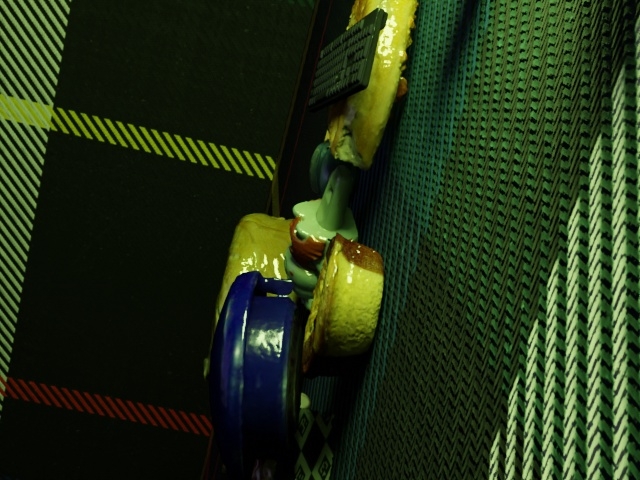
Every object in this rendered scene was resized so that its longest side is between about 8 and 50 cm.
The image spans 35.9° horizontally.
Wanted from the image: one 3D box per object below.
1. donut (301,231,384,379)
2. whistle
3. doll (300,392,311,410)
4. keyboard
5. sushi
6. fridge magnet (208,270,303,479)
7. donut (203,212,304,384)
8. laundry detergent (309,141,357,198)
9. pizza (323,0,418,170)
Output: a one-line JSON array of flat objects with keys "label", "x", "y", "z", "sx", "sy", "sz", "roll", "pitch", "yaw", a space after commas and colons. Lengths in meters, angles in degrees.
[{"label": "donut", "x": 0.026, "y": 0.081, "z": 1.175, "sx": 0.166, "sy": 0.073, "sz": 0.184, "roll": -88, "pitch": 12, "yaw": -52}, {"label": "whistle", "x": 0.002, "y": 0.001, "z": 1.422, "sx": 0.102, "sy": 0.105, "sz": 0.253, "roll": 47, "pitch": 137, "yaw": 29}, {"label": "doll", "x": -0.059, "y": 0.271, "z": 1.482, "sx": 0.152, "sy": 0.085, "sz": 0.114, "roll": 137, "pitch": 141, "yaw": -63}, {"label": "keyboard", "x": 0.028, "y": -0.224, "z": 1.250, "sx": 0.310, "sy": 0.018, "sz": 0.101, "roll": -168, "pitch": 93, "yaw": -78}, {"label": "sushi", "x": -0.079, "y": 0.343, "z": 1.325, "sx": 0.290, "sy": 0.050, "sz": 0.264, "roll": -4, "pitch": 72, "yaw": 65}, {"label": "fridge magnet", "x": -0.081, "y": 0.170, "z": 1.235, "sx": 0.265, "sy": 0.112, "sz": 0.265, "roll": 2, "pitch": -90, "yaw": -86}, {"label": "donut", "x": -0.100, "y": 0.125, "z": 1.735, "sx": 0.360, "sy": 0.170, "sz": 0.360, "roll": -169, "pitch": 90, "yaw": -88}, {"label": "laundry detergent", "x": 0.020, "y": -0.108, "z": 1.601, "sx": 0.206, "sy": 0.061, "sz": 0.097, "roll": -120, "pitch": 45, "yaw": -79}, {"label": "pizza", "x": 0.069, "y": -0.235, "z": 1.325, "sx": 0.226, "sy": 0.086, "sz": 0.336, "roll": 128, "pitch": 154, "yaw": -66}]
